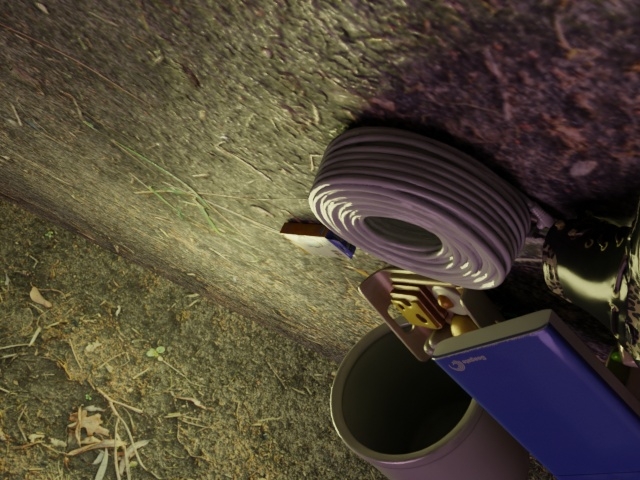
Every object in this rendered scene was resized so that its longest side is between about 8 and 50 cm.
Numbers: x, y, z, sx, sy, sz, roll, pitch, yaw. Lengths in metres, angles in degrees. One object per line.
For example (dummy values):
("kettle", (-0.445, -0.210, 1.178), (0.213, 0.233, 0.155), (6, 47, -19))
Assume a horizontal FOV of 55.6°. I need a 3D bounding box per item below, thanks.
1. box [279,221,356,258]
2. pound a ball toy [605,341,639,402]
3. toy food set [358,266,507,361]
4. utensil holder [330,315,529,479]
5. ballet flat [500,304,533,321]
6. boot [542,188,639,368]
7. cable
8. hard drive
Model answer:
("box", (0.000, 0.000, 1.081), (0.136, 0.028, 0.081), (4, 154, 45))
("pound a ball toy", (0.534, 0.227, 0.838), (0.319, 0.136, 0.208), (21, 163, 11))
("toy food set", (0.208, 0.155, 1.032), (0.220, 0.092, 0.306), (49, 159, -18))
("utensil holder", (0.253, 0.401, 1.316), (0.327, 0.327, 0.385), (9, 146, 43))
("ballet flat", (0.343, 0.168, 1.045), (0.074, 0.074, 0.203), (14, 154, 33))
("boot", (0.272, -0.002, 0.552), (0.178, 0.085, 0.236), (-122, 17, -62))
("cable", (0.110, -0.031, 0.715), (0.257, 0.089, 0.257), (33, 162, -26))
("hard drive", (0.342, 0.241, 0.874), (0.318, 0.040, 0.210), (44, 141, -12))
